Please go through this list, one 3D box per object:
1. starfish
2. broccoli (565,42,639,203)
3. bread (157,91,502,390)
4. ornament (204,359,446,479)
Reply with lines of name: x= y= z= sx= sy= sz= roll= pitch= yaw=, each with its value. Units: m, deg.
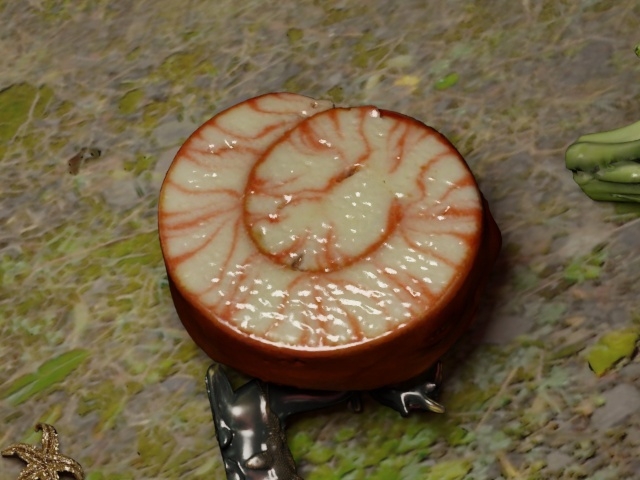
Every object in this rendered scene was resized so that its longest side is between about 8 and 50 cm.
starfish: x=-0.278 y=0.222 z=1.838 sx=0.091 sy=0.028 sz=0.078 roll=19 pitch=79 yaw=12
broccoli: x=0.360 y=-0.092 z=1.810 sx=0.243 sy=0.247 sz=0.263 roll=-8 pitch=115 yaw=32
bread: x=0.001 y=0.003 z=1.798 sx=0.328 sy=0.114 sz=0.295 roll=17 pitch=61 yaw=15
ornament: x=0.018 y=0.193 z=1.807 sx=0.236 sy=0.080 sz=0.202 roll=-14 pitch=71 yaw=-2
